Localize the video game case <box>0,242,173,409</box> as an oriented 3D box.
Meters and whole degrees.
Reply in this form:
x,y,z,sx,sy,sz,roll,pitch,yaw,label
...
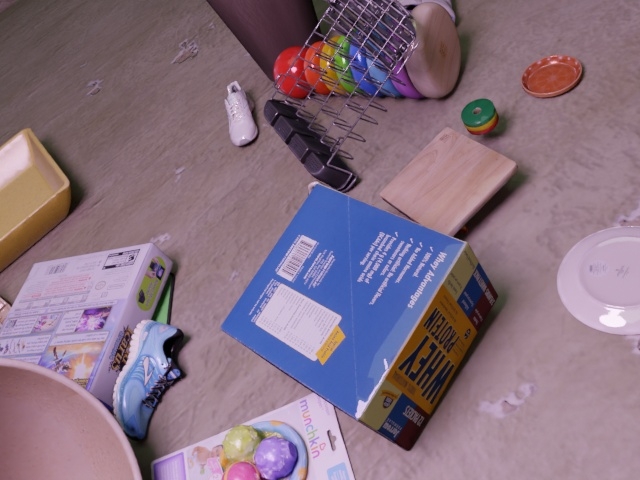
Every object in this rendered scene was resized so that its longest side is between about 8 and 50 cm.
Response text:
x,y,z,sx,sy,sz,roll,pitch,yaw,label
-0.375,0.133,0.981,0.269,0.061,0.244,-9,49,29,video game case

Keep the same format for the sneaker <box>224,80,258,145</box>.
x,y,z,sx,sy,sz,roll,pitch,yaw,label
-0.150,-0.228,1.178,0.053,0.061,0.152,-22,46,10,sneaker

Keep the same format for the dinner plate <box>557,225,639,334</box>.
x,y,z,sx,sy,sz,roll,pitch,yaw,label
0.326,0.036,0.699,0.141,0.017,0.141,-17,45,18,dinner plate

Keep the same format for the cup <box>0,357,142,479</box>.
x,y,z,sx,sy,sz,roll,pitch,yaw,label
-0.388,0.315,0.694,0.237,0.331,0.331,-32,35,45,cup

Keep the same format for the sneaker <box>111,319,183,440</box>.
x,y,z,sx,sy,sz,roll,pitch,yaw,label
-0.221,0.180,0.858,0.073,0.063,0.162,1,61,12,sneaker

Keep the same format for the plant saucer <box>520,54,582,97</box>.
x,y,z,sx,sy,sz,roll,pitch,yaw,label
0.330,-0.234,0.935,0.083,0.013,0.084,-16,47,18,plant saucer

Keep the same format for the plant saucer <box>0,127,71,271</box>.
x,y,z,sx,sy,sz,roll,pitch,yaw,label
-0.648,-0.045,1.294,0.333,0.081,0.332,-42,45,-9,plant saucer

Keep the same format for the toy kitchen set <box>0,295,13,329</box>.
x,y,z,sx,sy,sz,roll,pitch,yaw,label
-0.560,0.125,1.095,0.083,0.075,0.068,24,68,46,toy kitchen set

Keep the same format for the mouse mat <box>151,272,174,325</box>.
x,y,z,sx,sy,sz,roll,pitch,yaw,label
-0.290,0.140,0.974,0.152,0.007,0.190,-19,46,15,mouse mat

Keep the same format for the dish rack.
x,y,z,sx,sy,sz,roll,pitch,yaw,label
0.033,-0.233,0.958,0.272,0.074,0.208,-54,52,22,dish rack

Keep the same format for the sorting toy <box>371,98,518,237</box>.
x,y,z,sx,sy,sz,roll,pitch,yaw,label
0.162,-0.060,0.851,0.274,0.046,0.132,-45,44,-4,sorting toy

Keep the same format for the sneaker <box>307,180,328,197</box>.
x,y,z,sx,sy,sz,roll,pitch,yaw,label
0.000,0.000,0.880,0.066,0.071,0.188,-20,45,14,sneaker

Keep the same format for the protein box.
x,y,z,sx,sy,sz,roll,pitch,yaw,label
0.044,0.078,0.709,0.201,0.136,0.200,25,77,37,protein box

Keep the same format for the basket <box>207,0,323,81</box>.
x,y,z,sx,sy,sz,roll,pitch,yaw,label
-0.090,-0.415,1.187,0.204,0.227,0.154,-7,49,26,basket

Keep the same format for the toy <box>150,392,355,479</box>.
x,y,z,sx,sy,sz,roll,pitch,yaw,label
-0.091,0.254,0.721,0.237,0.056,0.137,-27,45,7,toy

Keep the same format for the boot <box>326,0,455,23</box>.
x,y,z,sx,sy,sz,roll,pitch,yaw,label
0.105,-0.411,1.101,0.258,0.095,0.123,1,48,-13,boot

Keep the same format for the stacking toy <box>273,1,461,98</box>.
x,y,z,sx,sy,sz,roll,pitch,yaw,label
0.055,-0.286,1.072,0.330,0.141,0.141,1,53,39,stacking toy
